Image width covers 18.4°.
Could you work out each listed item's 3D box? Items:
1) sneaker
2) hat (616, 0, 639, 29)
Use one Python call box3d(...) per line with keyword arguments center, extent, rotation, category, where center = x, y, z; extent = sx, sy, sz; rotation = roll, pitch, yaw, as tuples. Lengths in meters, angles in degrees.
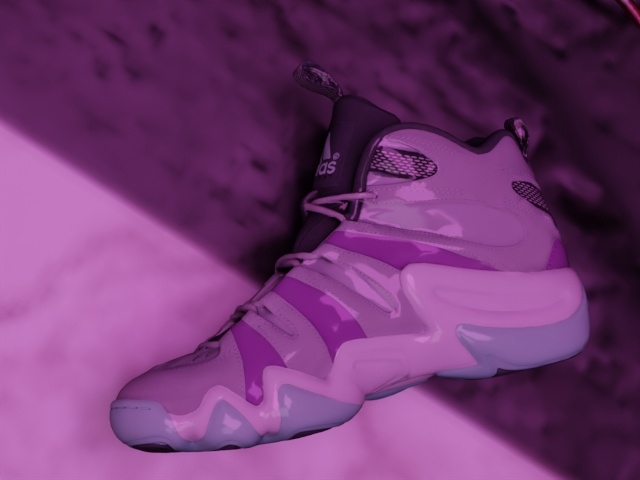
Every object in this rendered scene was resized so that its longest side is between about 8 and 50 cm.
box3d(center=(0.000, 0.000, 0.379), extent=(0.098, 0.038, 0.069), rotation=(-14, 89, -24), category="sneaker")
box3d(center=(0.134, 0.048, 0.414), extent=(0.173, 0.183, 0.209), rotation=(-16, 129, -36), category="hat")
